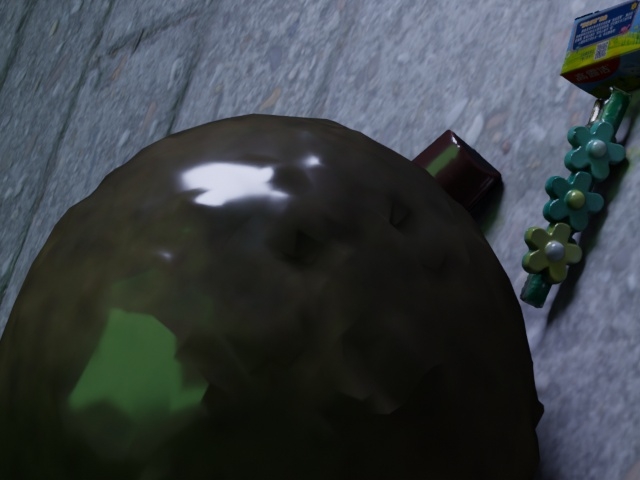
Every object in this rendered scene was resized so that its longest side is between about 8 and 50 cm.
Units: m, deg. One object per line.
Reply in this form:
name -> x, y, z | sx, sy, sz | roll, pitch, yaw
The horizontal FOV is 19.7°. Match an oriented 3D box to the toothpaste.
toothpaste -> 0.249, -0.140, 1.311 | 0.193, 0.044, 0.070 | -15, 53, 56

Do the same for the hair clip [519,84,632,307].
hair clip -> 0.182, -0.035, 1.333 | 0.049, 0.049, 0.173 | 0, 64, 60

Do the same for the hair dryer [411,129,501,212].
hair dryer -> 0.000, 0.000, 1.597 | 0.312, 0.123, 0.340 | -46, 19, 8

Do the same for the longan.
longan -> -0.033, 0.111, 1.248 | 0.391, 0.391, 0.391 | -41, 34, 36
